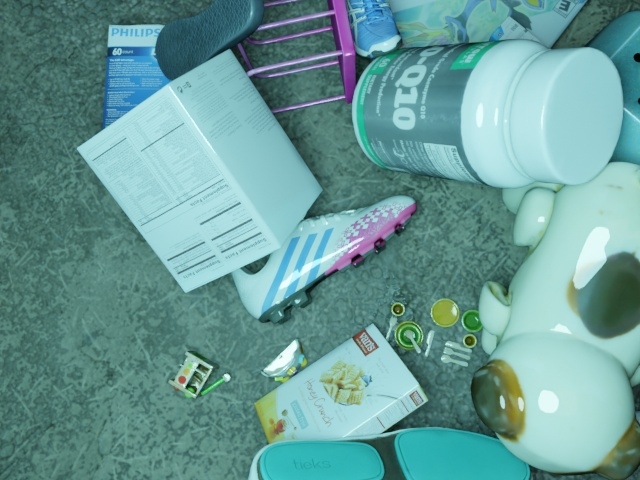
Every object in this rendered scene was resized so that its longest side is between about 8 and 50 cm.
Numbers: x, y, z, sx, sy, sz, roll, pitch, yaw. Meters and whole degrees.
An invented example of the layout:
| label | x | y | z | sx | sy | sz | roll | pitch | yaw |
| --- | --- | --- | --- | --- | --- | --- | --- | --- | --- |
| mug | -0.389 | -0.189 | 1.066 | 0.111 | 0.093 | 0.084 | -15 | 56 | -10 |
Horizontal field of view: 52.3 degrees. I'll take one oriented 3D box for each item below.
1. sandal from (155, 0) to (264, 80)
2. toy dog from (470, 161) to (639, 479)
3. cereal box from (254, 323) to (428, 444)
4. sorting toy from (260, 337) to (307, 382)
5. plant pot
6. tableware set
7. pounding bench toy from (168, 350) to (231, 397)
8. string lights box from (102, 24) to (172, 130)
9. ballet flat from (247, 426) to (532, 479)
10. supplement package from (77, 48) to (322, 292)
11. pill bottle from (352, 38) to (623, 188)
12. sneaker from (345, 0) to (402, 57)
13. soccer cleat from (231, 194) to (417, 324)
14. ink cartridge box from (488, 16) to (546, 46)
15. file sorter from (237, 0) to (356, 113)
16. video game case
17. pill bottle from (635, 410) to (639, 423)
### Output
| label | x | y | z | sx | sy | sz | roll | pitch | yaw |
| --- | --- | --- | --- | --- | --- | --- | --- | --- | --- |
| sandal | -0.173 | -0.318 | 1.031 | 0.254 | 0.054 | 0.097 | -11 | 91 | 41 |
| toy dog | 0.373 | 0.123 | 0.909 | 0.285 | 0.395 | 0.408 | 25 | 76 | -6 |
| cereal box | 0.025 | 0.250 | 1.013 | 0.240 | 0.173 | 0.047 | -35 | 122 | -3 |
| sorting toy | -0.057 | 0.202 | 1.064 | 0.083 | 0.075 | 0.045 | -43 | 81 | -4 |
| plant pot | 0.476 | -0.204 | 1.014 | 0.248 | 0.252 | 0.247 | 43 | 86 | 9 |
| tableware set | 0.190 | 0.143 | 1.087 | 0.154 | 0.024 | 0.104 | 17 | 82 | 6 |
| pounding bench toy | -0.197 | 0.231 | 1.077 | 0.083 | 0.052 | 0.065 | 29 | 84 | 7 |
| string lights box | -0.304 | -0.243 | 1.146 | 0.133 | 0.077 | 0.259 | 1 | 81 | 2 |
| ballet flat | 0.094 | 0.344 | 0.916 | 0.400 | 0.139 | 0.139 | 3 | 81 | -13 |
| supplement package | -0.169 | -0.104 | 0.980 | 0.198 | 0.199 | 0.262 | -25 | 108 | 30 |
| pill bottle | 0.228 | -0.185 | 0.953 | 0.204 | 0.361 | 0.204 | -9 | 105 | -34 |
| sneaker | 0.074 | -0.374 | 1.067 | 0.080 | 0.081 | 0.211 | -21 | 48 | 1 |
| soccer cleat | 0.000 | 0.000 | 1.072 | 0.331 | 0.116 | 0.143 | -36 | 81 | -3 |
| ink cartridge box | 0.336 | -0.336 | 1.116 | 0.083 | 0.028 | 0.048 | 43 | 86 | 9 |
| file sorter | -0.053 | -0.386 | 1.095 | 0.182 | 0.202 | 0.290 | -11 | 81 | 3 |
| video game case | 0.261 | -0.416 | 1.167 | 0.329 | 0.036 | 0.300 | 38 | 85 | 7 |
| pill bottle | 0.561 | 0.273 | 1.017 | 0.152 | 0.086 | 0.086 | -23 | 81 | -1 |
